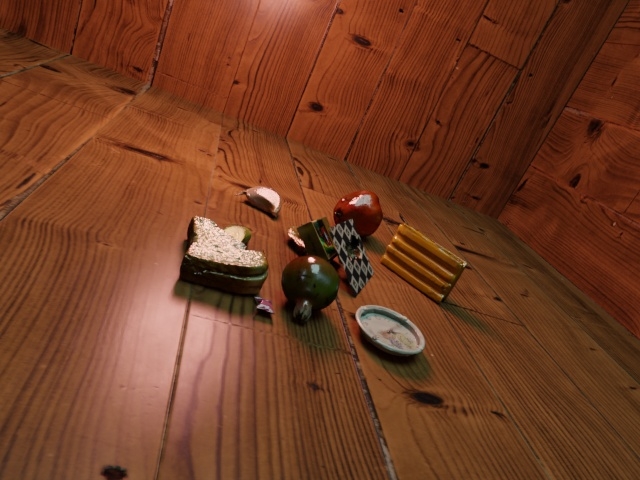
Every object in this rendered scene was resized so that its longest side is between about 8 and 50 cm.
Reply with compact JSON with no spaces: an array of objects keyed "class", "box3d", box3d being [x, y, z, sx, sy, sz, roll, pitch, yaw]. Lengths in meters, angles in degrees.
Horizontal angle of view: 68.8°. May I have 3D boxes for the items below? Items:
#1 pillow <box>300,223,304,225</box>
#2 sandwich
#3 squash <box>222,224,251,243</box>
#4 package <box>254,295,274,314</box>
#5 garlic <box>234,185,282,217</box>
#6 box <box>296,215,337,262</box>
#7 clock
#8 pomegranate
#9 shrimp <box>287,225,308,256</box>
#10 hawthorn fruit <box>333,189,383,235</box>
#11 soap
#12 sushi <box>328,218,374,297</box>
[{"class":"pillow","box3d":[0.018,-0.018,1.977,0.217,0.033,0.130,21,14,-31]},{"class":"sandwich","box3d":[-0.293,0.043,1.430,0.254,0.100,0.288,10,25,-18]},{"class":"squash","box3d":[-0.284,-0.018,1.613,0.090,0.075,0.200,3,14,18]},{"class":"package","box3d":[-0.161,0.186,1.339,0.059,0.029,0.083,22,13,-16]},{"class":"garlic","box3d":[-0.257,-0.179,2.009,0.198,0.091,0.129,29,34,-2]},{"class":"box","box3d":[0.000,0.000,1.743,0.160,0.071,0.240,68,15,-3]},{"class":"clock","box3d":[0.211,0.289,1.465,0.236,0.053,0.236,20,20,-8]},{"class":"pomegranate","box3d":[-0.038,0.150,1.403,0.179,0.180,0.210,23,58,-5]},{"class":"shrimp","box3d":[-0.072,0.009,1.805,0.115,0.051,0.217,15,29,-27]},{"class":"hawthorn fruit","box3d":[0.160,-0.124,2.164,0.260,0.224,0.224,-6,35,-31]},{"class":"soap","box3d":[0.432,0.091,1.962,0.324,0.204,0.096,38,22,28]},{"class":"sushi","box3d":[0.103,0.058,1.775,0.264,0.050,0.290,68,23,-3]}]
